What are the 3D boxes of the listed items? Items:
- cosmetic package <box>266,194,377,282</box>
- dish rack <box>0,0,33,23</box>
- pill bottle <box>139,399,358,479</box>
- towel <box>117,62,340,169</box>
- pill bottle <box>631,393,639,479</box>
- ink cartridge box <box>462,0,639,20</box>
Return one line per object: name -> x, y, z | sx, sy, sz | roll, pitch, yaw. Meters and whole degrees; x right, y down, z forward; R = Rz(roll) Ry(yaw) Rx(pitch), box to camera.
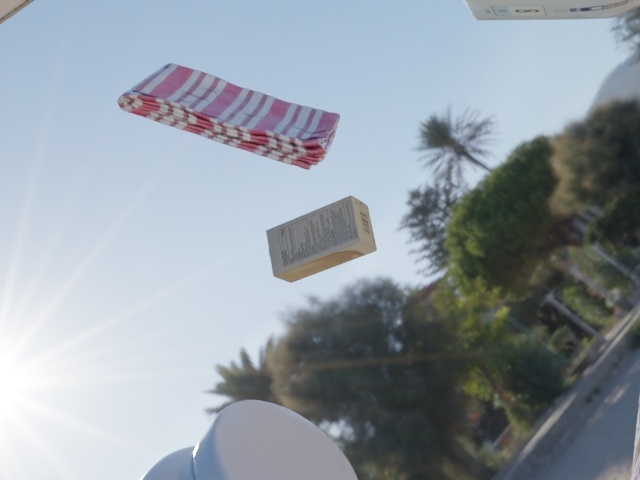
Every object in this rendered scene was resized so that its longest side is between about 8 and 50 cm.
cosmetic package -> 0.000, 0.000, 0.992 | 0.115, 0.060, 0.041 | -20, -25, 25
dish rack -> -0.385, -0.384, 1.050 | 0.333, 0.072, 0.285 | -38, -28, -7
pill bottle -> -0.111, 0.306, 0.787 | 0.334, 0.188, 0.188 | -55, -17, 23
towel -> -0.081, -0.128, 0.866 | 0.144, 0.197, 0.029 | -71, -1, -67
pill bottle -> 0.247, 0.134, 0.460 | 0.169, 0.169, 0.301 | -58, -9, 25
ink cartridge box -> 0.296, -0.251, 0.733 | 0.308, 0.385, 0.091 | -4, -82, -73
